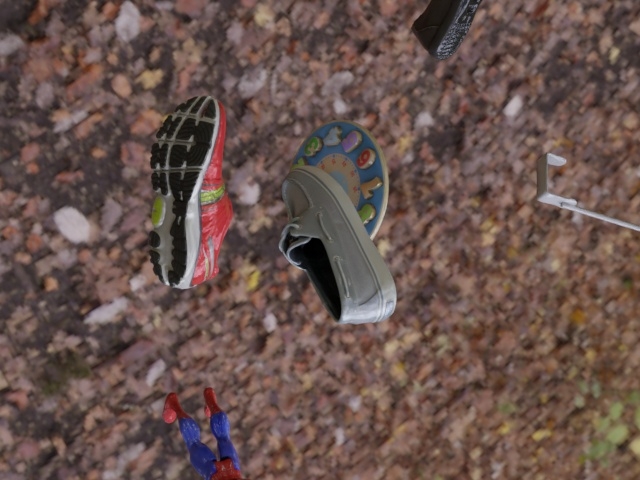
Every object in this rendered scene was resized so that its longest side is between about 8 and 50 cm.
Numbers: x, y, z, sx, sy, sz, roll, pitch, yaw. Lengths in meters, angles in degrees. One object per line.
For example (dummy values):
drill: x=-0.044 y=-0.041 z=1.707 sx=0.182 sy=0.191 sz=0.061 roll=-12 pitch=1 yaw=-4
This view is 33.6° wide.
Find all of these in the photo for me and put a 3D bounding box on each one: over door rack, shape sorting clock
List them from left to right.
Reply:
shape sorting clock: x=0.019 y=-0.070 z=1.515 sx=0.040 sy=0.206 sz=0.206 roll=1 pitch=127 yaw=-40
over door rack: x=0.412 y=-0.031 z=1.111 sx=0.324 sy=0.108 sz=0.239 roll=26 pitch=149 yaw=-10

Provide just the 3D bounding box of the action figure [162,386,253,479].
action figure: x=-0.128 y=0.319 z=1.358 sx=0.092 sy=0.280 sz=0.139 roll=-7 pitch=115 yaw=-21

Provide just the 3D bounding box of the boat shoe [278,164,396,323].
boat shoe: x=0.000 y=0.001 z=1.176 sx=0.081 sy=0.227 sz=0.079 roll=-10 pitch=139 yaw=-29

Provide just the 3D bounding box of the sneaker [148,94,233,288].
sneaker: x=-0.175 y=-0.070 z=1.520 sx=0.118 sy=0.107 sz=0.278 roll=-4 pitch=108 yaw=-53

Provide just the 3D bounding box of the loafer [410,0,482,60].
loafer: x=0.188 y=-0.356 z=1.439 sx=0.220 sy=0.078 sz=0.080 roll=-60 pitch=158 yaw=16
